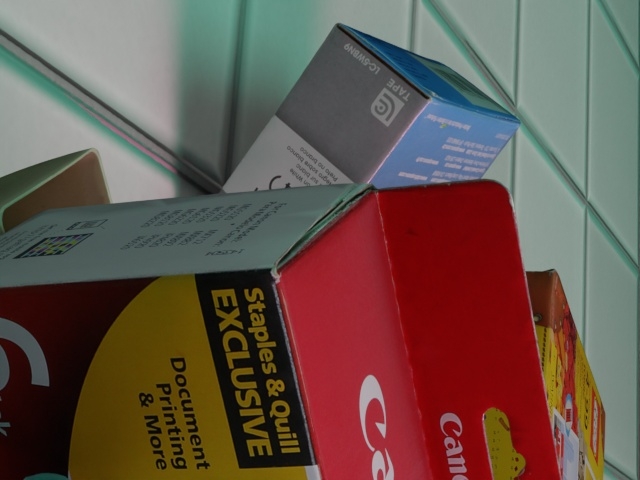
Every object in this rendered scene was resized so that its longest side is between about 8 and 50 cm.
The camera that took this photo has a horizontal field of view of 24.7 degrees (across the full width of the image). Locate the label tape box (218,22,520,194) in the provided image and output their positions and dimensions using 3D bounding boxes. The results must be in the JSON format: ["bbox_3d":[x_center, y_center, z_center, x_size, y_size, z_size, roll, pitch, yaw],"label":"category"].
[{"bbox_3d":[0.000,0.000,1.202,0.334,0.106,0.240,-55,160,13],"label":"label tape box"}]

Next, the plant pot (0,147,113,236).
[{"bbox_3d":[-0.182,0.018,0.850,0.109,0.096,0.109,-47,128,-59],"label":"plant pot"}]

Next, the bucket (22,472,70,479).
[{"bbox_3d":[-0.202,0.199,0.577,0.281,0.281,0.183,2,86,-66],"label":"bucket"}]

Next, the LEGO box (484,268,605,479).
[{"bbox_3d":[0.142,0.328,1.379,0.372,0.193,0.500,57,36,-57],"label":"LEGO box"}]

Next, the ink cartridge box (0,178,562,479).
[{"bbox_3d":[-0.025,0.137,0.730,0.130,0.271,0.310,-42,123,-60],"label":"ink cartridge box"}]
